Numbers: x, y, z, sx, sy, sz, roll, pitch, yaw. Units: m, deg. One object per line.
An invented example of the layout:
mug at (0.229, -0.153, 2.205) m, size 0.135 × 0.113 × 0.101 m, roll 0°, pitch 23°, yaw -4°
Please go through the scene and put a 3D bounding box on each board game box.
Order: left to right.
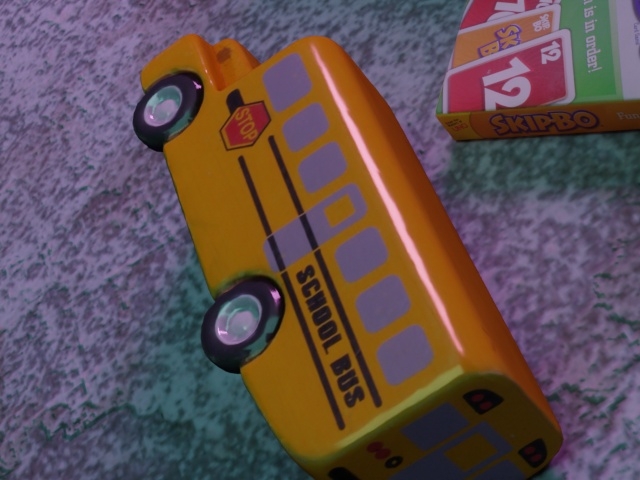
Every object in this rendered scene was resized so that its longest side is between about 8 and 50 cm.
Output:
board game box at (0.194, -0.120, 0.738) m, size 0.259 × 0.039 × 0.124 m, roll 1°, pitch 62°, yaw 34°

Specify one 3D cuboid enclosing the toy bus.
toy bus at (0.000, 0.000, 0.741) m, size 0.130 × 0.108 × 0.332 m, roll -34°, pitch 46°, yaw 12°
